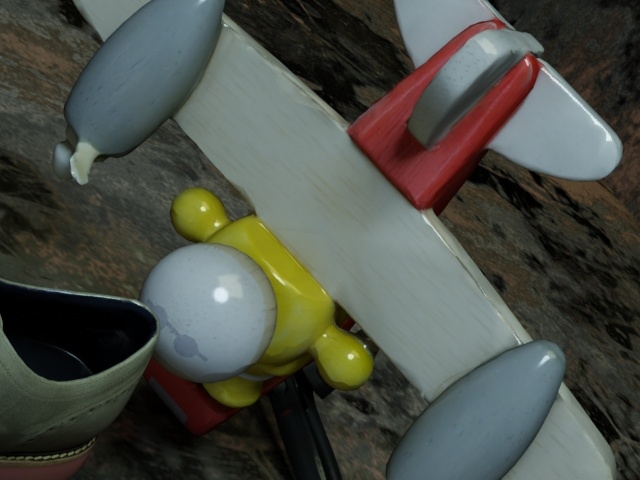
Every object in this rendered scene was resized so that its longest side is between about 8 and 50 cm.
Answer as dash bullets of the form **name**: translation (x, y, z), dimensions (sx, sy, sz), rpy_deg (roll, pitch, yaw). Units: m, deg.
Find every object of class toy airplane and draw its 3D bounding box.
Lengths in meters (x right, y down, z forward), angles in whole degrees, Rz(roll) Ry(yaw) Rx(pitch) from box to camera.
- **toy airplane**: translation (0.000, 0.000, 0.798), dimensions (0.386, 0.384, 0.272), rpy_deg (9, 26, 35)

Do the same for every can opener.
- **can opener**: translation (-0.016, 0.148, 1.021), dimensions (0.059, 0.073, 0.186), rpy_deg (33, 32, -40)

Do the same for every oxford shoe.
- **oxford shoe**: translation (-0.231, 0.054, 0.609), dimensions (0.348, 0.130, 0.123), rpy_deg (6, 44, -53)
